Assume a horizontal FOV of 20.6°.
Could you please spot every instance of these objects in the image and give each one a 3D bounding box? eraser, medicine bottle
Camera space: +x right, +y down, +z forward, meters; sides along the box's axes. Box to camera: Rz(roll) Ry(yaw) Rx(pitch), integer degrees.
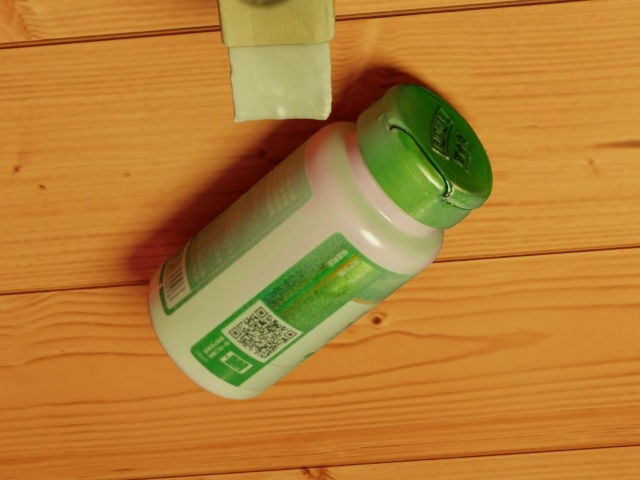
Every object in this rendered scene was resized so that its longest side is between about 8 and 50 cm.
[{"bbox_3d":[-0.034,-0.246,1.094,0.078,0.144,0.343,-3,132,0],"label":"eraser"},{"bbox_3d":[0.000,0.000,1.333,0.133,0.133,0.274,32,125,-27],"label":"medicine bottle"}]
